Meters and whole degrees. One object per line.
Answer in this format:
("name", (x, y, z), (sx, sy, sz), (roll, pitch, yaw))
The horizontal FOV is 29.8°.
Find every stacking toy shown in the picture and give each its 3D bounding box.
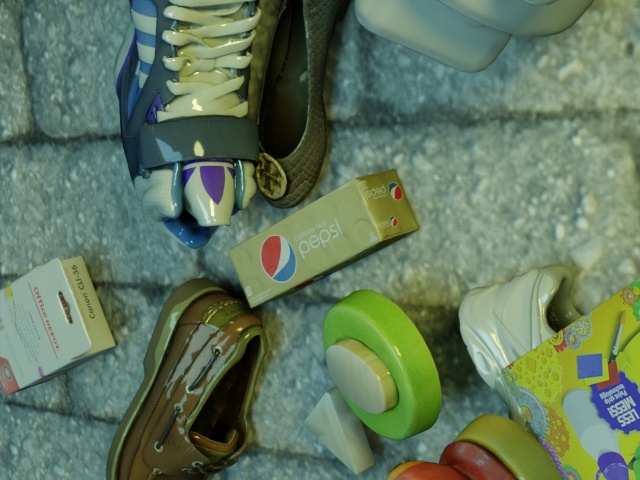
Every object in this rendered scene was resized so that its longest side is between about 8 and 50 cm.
("stacking toy", (0.042, 0.213, 1.000), (0.279, 0.130, 0.309), (50, 149, 25))

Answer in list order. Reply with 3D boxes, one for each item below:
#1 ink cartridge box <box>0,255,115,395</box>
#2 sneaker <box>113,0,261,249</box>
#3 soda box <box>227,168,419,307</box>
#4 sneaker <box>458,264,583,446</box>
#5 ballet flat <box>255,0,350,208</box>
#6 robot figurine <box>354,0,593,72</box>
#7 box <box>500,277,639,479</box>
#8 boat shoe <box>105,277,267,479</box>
("ink cartridge box", (-0.309, 0.094, 1.379), (0.198, 0.067, 0.115), (-26, 84, 43))
("sneaker", (-0.093, -0.134, 1.041), (0.323, 0.130, 0.236), (120, 137, -51))
("soda box", (0.000, 0.000, 1.094), (0.181, 0.058, 0.061), (-28, 82, 42))
("sneaker", (0.200, 0.125, 0.935), (0.115, 0.090, 0.232), (-33, 80, 37))
("ballet flat", (-0.026, -0.143, 1.079), (0.084, 0.058, 0.250), (31, 119, 32))
("robot figurine", (0.151, -0.278, 0.796), (0.353, 0.200, 0.300), (-53, 32, 35))
("box", (0.309, 0.045, 0.649), (0.177, 0.279, 0.290), (60, 144, 12))
("boat shoe", (-0.135, 0.195, 1.224), (0.104, 0.111, 0.307), (32, 120, 32))
